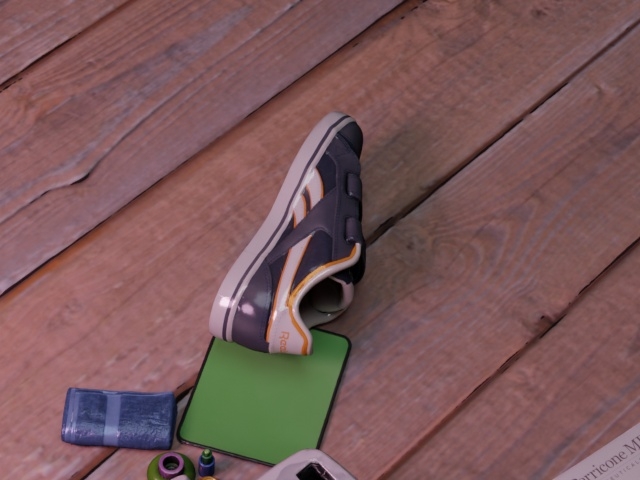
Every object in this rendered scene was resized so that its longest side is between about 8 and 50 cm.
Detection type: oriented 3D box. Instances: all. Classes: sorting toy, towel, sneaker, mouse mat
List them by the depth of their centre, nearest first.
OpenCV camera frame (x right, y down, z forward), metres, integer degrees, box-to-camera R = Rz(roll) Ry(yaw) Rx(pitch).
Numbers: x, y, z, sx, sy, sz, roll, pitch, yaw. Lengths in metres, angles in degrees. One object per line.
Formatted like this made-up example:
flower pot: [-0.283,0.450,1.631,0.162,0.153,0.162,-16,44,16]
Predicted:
sorting toy: [-0.133,0.244,1.922,0.102,0.042,0.061,32,56,19]
towel: [-0.213,0.189,1.967,0.119,0.029,0.067,4,53,-2]
mouse mat: [-0.059,0.161,2.016,0.153,0.007,0.189,14,51,6]
sneaker: [0.000,0.000,2.074,0.127,0.126,0.321,20,60,14]

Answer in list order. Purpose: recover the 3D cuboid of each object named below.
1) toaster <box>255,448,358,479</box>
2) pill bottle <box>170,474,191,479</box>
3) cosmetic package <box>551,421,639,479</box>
toaster: [0.000,0.306,1.819,0.129,0.146,0.227,-30,60,-26]
pill bottle: [-0.069,0.374,1.662,0.181,0.181,0.323,-41,96,-30]
cosmetic package: [0.328,0.305,1.842,0.151,0.151,0.183,-29,59,-25]
